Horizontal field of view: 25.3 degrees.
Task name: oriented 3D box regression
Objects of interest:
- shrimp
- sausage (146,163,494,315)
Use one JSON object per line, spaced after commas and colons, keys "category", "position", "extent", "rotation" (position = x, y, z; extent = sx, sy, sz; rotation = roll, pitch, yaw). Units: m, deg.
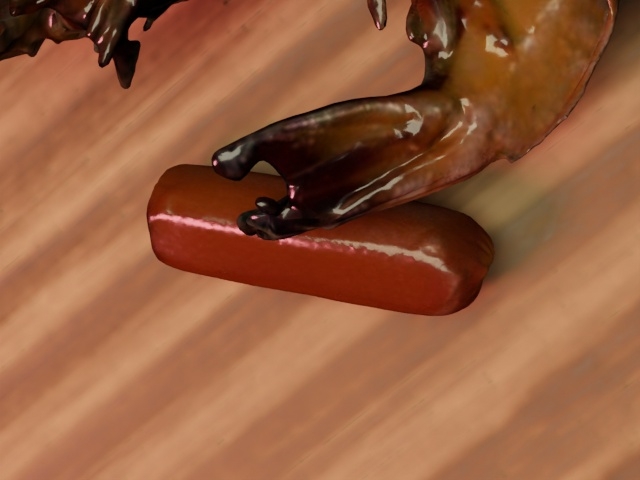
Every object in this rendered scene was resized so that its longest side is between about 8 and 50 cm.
{"category": "shrimp", "position": [-0.012, -0.082, 0.498], "extent": [0.289, 0.075, 0.178], "rotation": [-27, 77, -11]}
{"category": "sausage", "position": [0.000, 0.000, 0.527], "extent": [0.131, 0.039, 0.041], "rotation": [11, 119, 16]}
